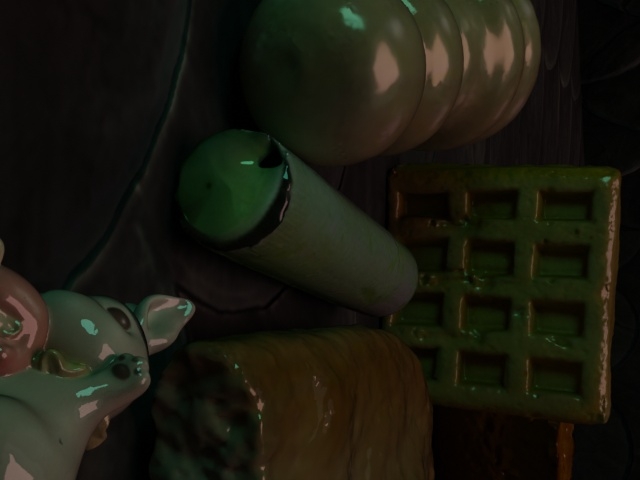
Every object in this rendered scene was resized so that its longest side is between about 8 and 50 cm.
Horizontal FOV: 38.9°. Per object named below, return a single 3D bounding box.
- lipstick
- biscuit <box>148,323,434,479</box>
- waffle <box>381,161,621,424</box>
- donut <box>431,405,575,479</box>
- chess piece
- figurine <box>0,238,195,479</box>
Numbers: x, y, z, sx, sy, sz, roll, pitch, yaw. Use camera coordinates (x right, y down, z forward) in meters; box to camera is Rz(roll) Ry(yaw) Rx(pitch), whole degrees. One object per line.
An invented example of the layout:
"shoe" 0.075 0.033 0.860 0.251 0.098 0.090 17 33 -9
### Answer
"lipstick" 0.000 0.000 0.629 0.304 0.076 0.076 29 66 -67
"biscuit" 0.010 0.275 0.647 0.446 0.104 0.429 10 83 -68
"waffle" 0.171 0.046 0.878 0.055 0.221 0.248 11 82 -69
"donut" 0.263 0.248 1.242 0.435 0.163 0.377 -55 144 -58
"chess piece" 0.046 -0.128 0.658 0.300 0.167 0.167 -28 119 -58
"figurine" -0.104 0.044 0.346 0.146 0.081 0.098 -63 148 -47
